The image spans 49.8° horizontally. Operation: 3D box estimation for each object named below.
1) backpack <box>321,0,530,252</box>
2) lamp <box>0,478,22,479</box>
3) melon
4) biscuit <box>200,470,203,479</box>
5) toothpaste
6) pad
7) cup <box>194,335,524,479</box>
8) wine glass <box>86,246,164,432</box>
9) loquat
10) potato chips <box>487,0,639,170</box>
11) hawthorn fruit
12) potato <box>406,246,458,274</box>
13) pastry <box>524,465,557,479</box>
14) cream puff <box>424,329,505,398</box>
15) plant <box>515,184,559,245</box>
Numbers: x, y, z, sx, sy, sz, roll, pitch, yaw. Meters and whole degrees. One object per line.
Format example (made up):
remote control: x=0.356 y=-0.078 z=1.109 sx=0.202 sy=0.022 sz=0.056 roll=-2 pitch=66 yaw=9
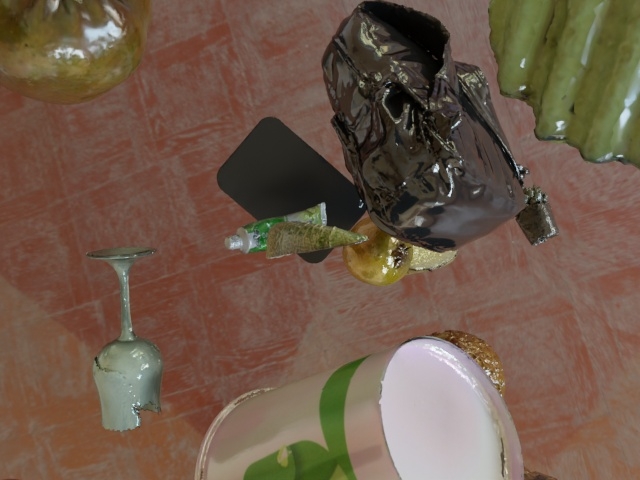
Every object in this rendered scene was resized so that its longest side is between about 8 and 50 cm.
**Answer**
backpack: x=0.165 y=-0.210 z=1.180 sx=0.254 sy=0.363 sz=0.446 roll=-37 pitch=62 yaw=25
lamp: x=-0.258 y=0.248 z=0.555 sx=0.092 sy=0.107 sz=0.108 roll=6 pitch=92 yaw=43
melon: x=-0.008 y=0.000 z=0.954 sx=0.097 sy=0.182 sz=0.054 roll=3 pitch=86 yaw=-19
biscuit: x=-0.123 y=0.566 z=1.403 sx=0.107 sy=0.325 sz=0.326 roll=-29 pitch=82 yaw=16
toothpaste: x=-0.078 y=-0.018 z=1.336 sx=0.046 sy=0.248 sz=0.078 roll=5 pitch=105 yaw=48
pad: x=-0.097 y=-0.111 z=1.872 sx=0.375 sy=0.063 sz=0.315 roll=42 pitch=94 yaw=-7
cup: x=0.044 y=0.234 z=0.705 sx=0.274 sy=0.253 sz=0.253 roll=-36 pitch=80 yaw=39
wine glass: x=-0.216 y=0.108 z=0.766 sx=0.079 sy=0.079 sz=0.196 roll=0 pitch=97 yaw=16
loquat: x=0.121 y=0.022 z=1.424 sx=0.163 sy=0.163 sz=0.137 roll=-11 pitch=120 yaw=15
potato chips: x=0.338 y=-0.258 z=0.582 sx=0.358 sy=0.070 sz=0.429 roll=20 pitch=113 yaw=16
hawthorn fruit: x=-0.366 y=-0.320 z=0.948 sx=0.267 sy=0.300 sz=0.268 roll=1 pitch=87 yaw=-29
potato: x=0.220 y=0.024 z=1.607 sx=0.200 sy=0.081 sz=0.164 roll=-10 pitch=58 yaw=-7
pastry: x=0.437 y=0.620 z=1.343 sx=0.405 sy=0.337 sz=0.292 roll=39 pitch=97 yaw=-23
cream puff: x=0.267 y=0.320 z=1.558 sx=0.303 sy=0.303 sz=0.212 roll=-16 pitch=110 yaw=15
plant: x=0.487 y=-0.062 z=1.583 sx=0.092 sy=0.094 sz=0.143 roll=-33 pitch=69 yaw=36
